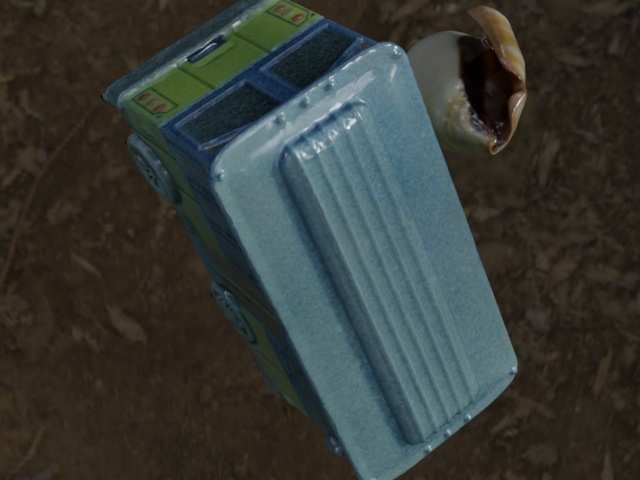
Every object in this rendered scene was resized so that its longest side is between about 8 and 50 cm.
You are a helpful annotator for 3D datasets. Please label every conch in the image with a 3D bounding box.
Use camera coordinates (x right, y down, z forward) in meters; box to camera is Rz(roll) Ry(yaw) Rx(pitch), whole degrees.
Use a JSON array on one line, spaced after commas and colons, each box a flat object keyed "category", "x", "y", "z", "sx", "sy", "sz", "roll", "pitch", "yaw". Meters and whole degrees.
[{"category": "conch", "x": 0.107, "y": -0.113, "z": 0.942, "sx": 0.104, "sy": 0.176, "sz": 0.094, "roll": -31, "pitch": 96, "yaw": 9}]

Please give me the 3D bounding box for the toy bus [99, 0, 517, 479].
[{"category": "toy bus", "x": 0.000, "y": 0.000, "z": 0.894, "sx": 0.152, "sy": 0.312, "sz": 0.190, "roll": -36, "pitch": 38, "yaw": -15}]
